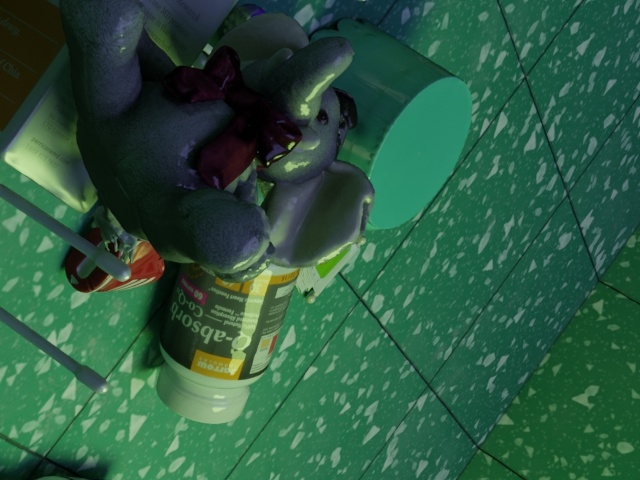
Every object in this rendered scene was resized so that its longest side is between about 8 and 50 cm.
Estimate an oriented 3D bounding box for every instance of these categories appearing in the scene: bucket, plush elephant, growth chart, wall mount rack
[{"bbox_3d":[0.071,-0.159,1.976,0.281,0.183,0.281,-38,146,-31],"label":"bucket"},{"bbox_3d":[-0.073,-0.101,1.260,0.255,0.272,0.330,-28,171,-21],"label":"plush elephant"},{"bbox_3d":[0.000,0.000,2.197,0.172,0.021,0.237,-52,152,-11],"label":"growth chart"},{"bbox_3d":[-0.356,0.042,1.398,0.304,0.130,0.350,3,142,-14],"label":"wall mount rack"}]

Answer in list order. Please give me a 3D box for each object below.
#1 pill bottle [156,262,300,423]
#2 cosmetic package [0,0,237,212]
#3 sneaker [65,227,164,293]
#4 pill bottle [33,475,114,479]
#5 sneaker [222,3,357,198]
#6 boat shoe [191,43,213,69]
[{"bbox_3d":[-0.133,0.106,1.946,0.162,0.162,0.278,-16,131,-51],"label":"pill bottle"},{"bbox_3d":[-0.209,-0.284,1.364,0.453,0.230,0.161,-56,152,-5],"label":"cosmetic package"},{"bbox_3d":[-0.216,-0.017,1.770,0.221,0.087,0.128,-38,165,12],"label":"sneaker"},{"bbox_3d":[-0.343,0.403,1.924,0.153,0.153,0.265,-60,151,4],"label":"pill bottle"},{"bbox_3d":[-0.031,-0.179,1.788,0.146,0.102,0.293,-20,122,-12],"label":"sneaker"},{"bbox_3d":[-0.152,-0.134,1.726,0.099,0.116,0.319,-47,156,-21],"label":"boat shoe"}]
